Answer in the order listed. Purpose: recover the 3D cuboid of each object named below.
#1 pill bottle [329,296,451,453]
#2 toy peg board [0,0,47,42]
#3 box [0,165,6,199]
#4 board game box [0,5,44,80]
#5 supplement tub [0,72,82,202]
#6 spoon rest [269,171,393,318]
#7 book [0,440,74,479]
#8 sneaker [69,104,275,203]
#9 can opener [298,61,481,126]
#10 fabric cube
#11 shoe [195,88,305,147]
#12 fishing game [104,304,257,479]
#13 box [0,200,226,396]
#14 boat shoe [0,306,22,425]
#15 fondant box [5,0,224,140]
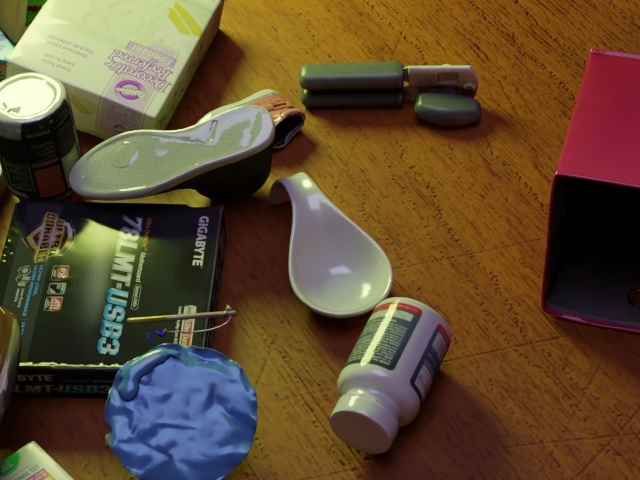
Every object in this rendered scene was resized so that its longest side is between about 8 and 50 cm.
[{"bbox_3d":[0.082,0.167,1.655,0.108,0.108,0.180,17,50,18],"label":"pill bottle"},{"bbox_3d":[-0.480,-0.427,2.155,0.079,0.161,0.160,-12,42,-35],"label":"toy peg board"},{"bbox_3d":[-0.585,-0.024,1.875,0.232,0.058,0.322,11,46,-4],"label":"box"},{"bbox_3d":[-0.463,-0.320,2.182,0.210,0.047,0.160,12,48,13],"label":"board game box"},{"bbox_3d":[-0.400,-0.133,1.906,0.117,0.190,0.117,-1,47,1],"label":"supplement tub"},{"bbox_3d":[0.000,0.000,1.834,0.137,0.084,0.276,-19,48,-14],"label":"spoon rest"},{"bbox_3d":[-0.336,0.311,1.599,0.096,0.035,0.144,-35,53,-30],"label":"book"},{"bbox_3d":[-0.197,-0.093,1.902,0.295,0.147,0.105,-16,64,0],"label":"sneaker"},{"bbox_3d":[0.105,-0.229,2.049,0.280,0.074,0.093,3,48,6],"label":"can opener"},{"bbox_3d":[0.437,-0.057,1.747,0.254,0.259,0.258,10,46,13],"label":"fabric cube"},{"bbox_3d":[-0.109,-0.165,2.006,0.178,0.063,0.081,-31,48,-29],"label":"shoe"},{"bbox_3d":[-0.169,0.215,1.631,0.189,0.041,0.264,-8,71,-7],"label":"fishing game"},{"bbox_3d":[-0.284,0.074,1.790,0.293,0.073,0.296,1,48,5],"label":"box"},{"bbox_3d":[-0.443,0.218,1.566,0.120,0.122,0.324,24,61,-18],"label":"boat shoe"},{"bbox_3d":[-0.311,-0.308,2.092,0.238,0.096,0.330,21,51,0],"label":"fondant box"}]
